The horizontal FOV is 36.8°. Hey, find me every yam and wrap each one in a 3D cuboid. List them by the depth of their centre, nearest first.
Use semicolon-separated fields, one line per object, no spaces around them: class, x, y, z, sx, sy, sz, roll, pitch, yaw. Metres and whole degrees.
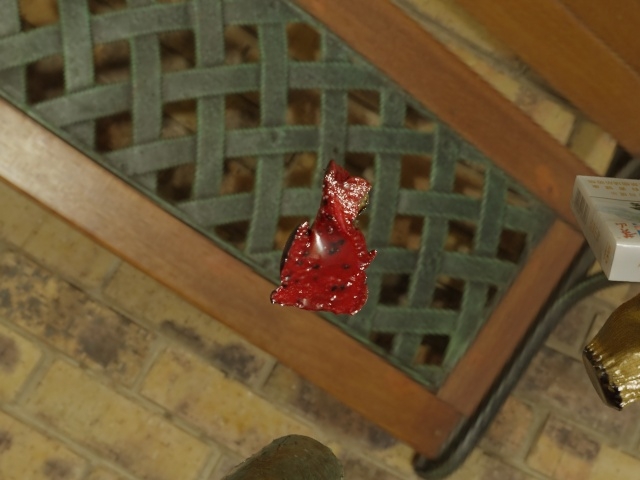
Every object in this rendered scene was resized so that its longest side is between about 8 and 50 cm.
yam;-0.057;0.319;1.118;0.154;0.153;0.254;24;-163;16

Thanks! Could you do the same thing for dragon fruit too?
dragon fruit;-0.003;-0.011;1.144;0.123;0.092;0.192;-2;123;-16

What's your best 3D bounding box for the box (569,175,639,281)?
box;0.472;-0.019;1.427;0.150;0.233;0.067;1;118;-1

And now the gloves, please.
gloves;0.579;0.134;1.532;0.155;0.356;0.203;46;-173;-7
